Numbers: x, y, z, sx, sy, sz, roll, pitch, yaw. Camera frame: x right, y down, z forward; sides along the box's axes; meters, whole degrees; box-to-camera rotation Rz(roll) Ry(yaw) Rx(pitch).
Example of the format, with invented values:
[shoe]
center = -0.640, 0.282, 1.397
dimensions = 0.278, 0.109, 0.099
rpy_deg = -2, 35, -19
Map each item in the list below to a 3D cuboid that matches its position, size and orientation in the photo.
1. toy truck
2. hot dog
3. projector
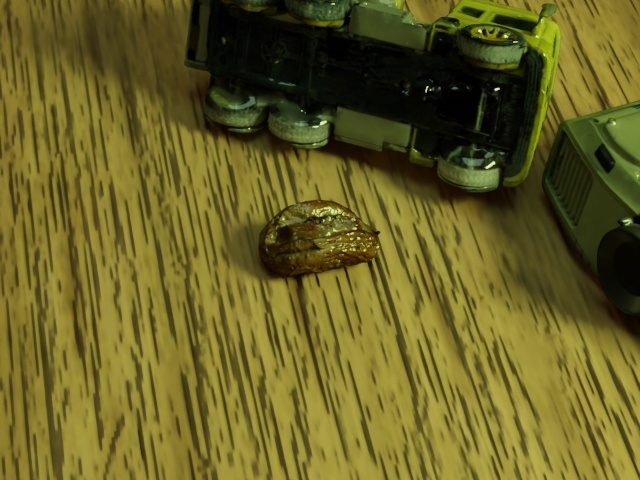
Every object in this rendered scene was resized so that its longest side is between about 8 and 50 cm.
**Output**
[toy truck]
center = 0.044, -0.139, 1.446
dimensions = 0.272, 0.124, 0.157
rpy_deg = 15, 29, 13
[hot dog]
center = 0.000, 0.000, 1.328
dimensions = 0.083, 0.035, 0.058
rpy_deg = -9, 38, -21
[projector]
center = 0.281, -0.007, 1.348
dimensions = 0.193, 0.088, 0.269
rpy_deg = -17, 45, -33
